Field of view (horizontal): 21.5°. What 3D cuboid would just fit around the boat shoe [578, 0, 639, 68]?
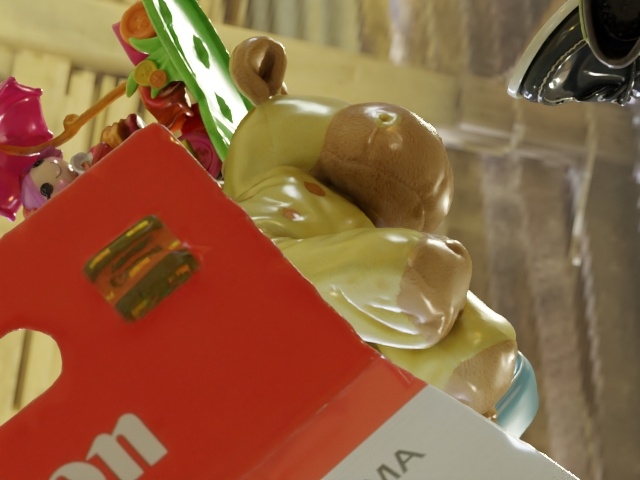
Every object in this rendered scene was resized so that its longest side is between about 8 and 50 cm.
[{"bbox_3d":[0.230,-0.235,1.201,0.068,0.081,0.227,-58,153,-59],"label":"boat shoe"}]

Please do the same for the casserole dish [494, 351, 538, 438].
[{"bbox_3d":[0.069,0.104,1.077,0.188,0.114,0.037,-40,146,-47],"label":"casserole dish"}]

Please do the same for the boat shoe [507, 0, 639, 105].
[{"bbox_3d":[0.319,-0.197,1.756,0.340,0.113,0.127,-25,150,-52],"label":"boat shoe"}]

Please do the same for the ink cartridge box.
[{"bbox_3d":[-0.044,0.162,0.554,0.308,0.385,0.091,-40,166,-17],"label":"ink cartridge box"}]

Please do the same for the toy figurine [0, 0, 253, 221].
[{"bbox_3d":[-0.126,-0.053,0.953,0.130,0.159,0.173,44,20,-57],"label":"toy figurine"}]

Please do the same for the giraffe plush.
[{"bbox_3d":[0.000,0.000,0.815,0.181,0.210,0.170,96,10,-48],"label":"giraffe plush"}]
